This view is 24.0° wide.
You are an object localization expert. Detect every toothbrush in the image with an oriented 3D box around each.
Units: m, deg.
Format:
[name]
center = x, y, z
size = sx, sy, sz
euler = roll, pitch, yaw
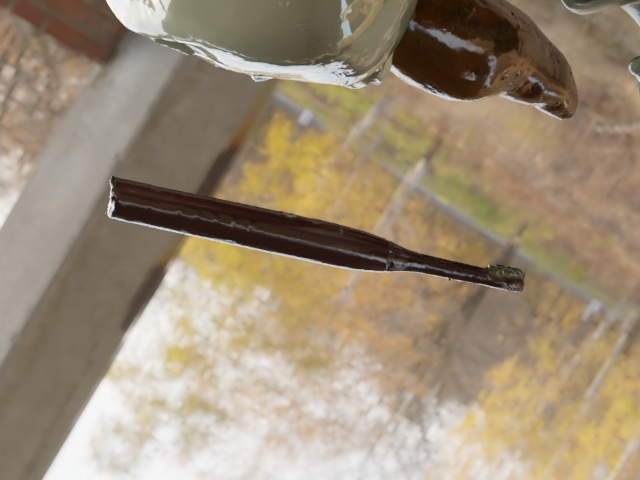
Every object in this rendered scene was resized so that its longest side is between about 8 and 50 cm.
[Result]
[toothbrush]
center = 0.000, 0.001, 1.266
size = 0.364, 0.041, 0.041
euler = 12, -176, -8

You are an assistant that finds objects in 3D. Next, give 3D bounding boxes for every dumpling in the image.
[dumpling]
center = -0.068, -0.244, 1.149
size = 0.316, 0.233, 0.395
euler = 26, 173, 22

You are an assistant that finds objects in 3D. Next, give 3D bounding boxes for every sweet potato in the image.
[sweet potato]
center = 0.125, -0.181, 1.375
size = 0.359, 0.112, 0.112
euler = 13, -169, -31

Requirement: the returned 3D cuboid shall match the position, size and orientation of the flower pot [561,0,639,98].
[flower pot]
center = 0.312, -0.230, 1.276
size = 0.165, 0.254, 0.367
euler = -16, 138, 34
